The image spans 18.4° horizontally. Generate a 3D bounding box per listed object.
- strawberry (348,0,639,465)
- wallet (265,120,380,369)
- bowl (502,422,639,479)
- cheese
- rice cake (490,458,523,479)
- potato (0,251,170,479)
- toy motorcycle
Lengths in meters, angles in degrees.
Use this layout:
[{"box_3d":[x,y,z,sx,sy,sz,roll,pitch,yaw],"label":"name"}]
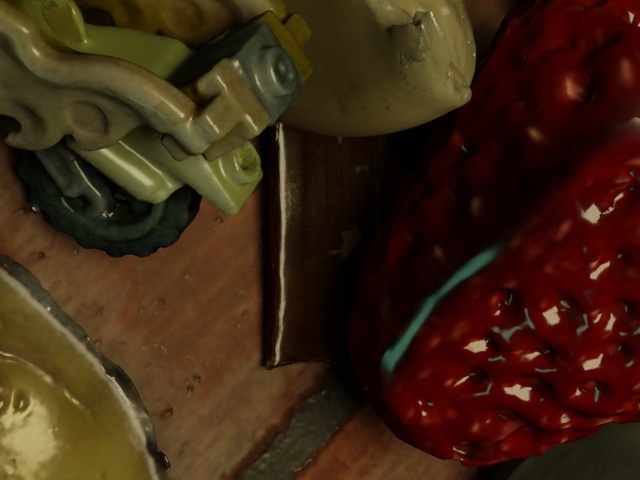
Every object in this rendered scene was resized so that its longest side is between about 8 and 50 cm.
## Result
[{"box_3d":[0.172,0.003,1.388,0.345,0.295,0.317,-36,143,11],"label":"strawberry"},{"box_3d":[0.000,0.000,1.407,0.095,0.026,0.176,-5,98,-31],"label":"wallet"},{"box_3d":[0.257,0.275,1.435,0.289,0.146,0.289,-3,116,-5],"label":"bowl"},{"box_3d":[0.005,-0.196,1.290,0.127,0.233,0.266,-34,112,-37],"label":"cheese"},{"box_3d":[0.207,0.123,1.518,0.063,0.069,0.206,38,71,-28],"label":"rice cake"},{"box_3d":[-0.228,0.153,1.141,0.196,0.246,0.300,-40,114,-39],"label":"potato"},{"box_3d":[-0.165,-0.172,1.187,0.410,0.237,0.169,57,38,-22],"label":"toy motorcycle"}]
